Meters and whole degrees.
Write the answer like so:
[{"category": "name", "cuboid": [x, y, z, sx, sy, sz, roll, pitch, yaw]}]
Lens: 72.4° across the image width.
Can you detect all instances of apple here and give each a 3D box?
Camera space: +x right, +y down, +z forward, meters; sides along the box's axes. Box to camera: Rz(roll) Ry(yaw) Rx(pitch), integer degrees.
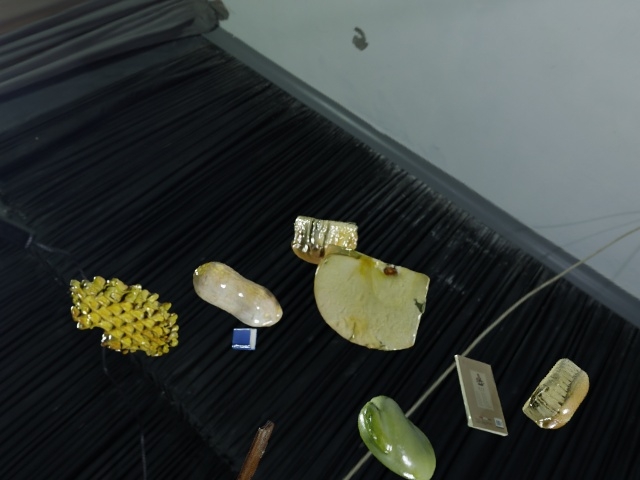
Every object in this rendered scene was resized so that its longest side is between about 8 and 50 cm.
[{"category": "apple", "cuboid": [0.144, 0.138, 1.232, 0.309, 0.314, 0.252, 13, 132, 16]}]

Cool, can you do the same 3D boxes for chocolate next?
[{"category": "chocolate", "cuboid": [-0.258, 0.172, 1.368, 0.309, 0.134, 0.134, 33, 155, -21]}]

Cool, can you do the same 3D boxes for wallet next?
[{"category": "wallet", "cuboid": [-0.183, 0.607, 1.248, 0.026, 0.176, 0.095, 22, 179, 19]}]

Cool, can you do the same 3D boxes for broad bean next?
[{"category": "broad bean", "cuboid": [0.141, 0.359, 0.795, 0.174, 0.124, 0.082, 42, 109, -2]}]

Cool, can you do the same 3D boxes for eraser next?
[{"category": "eraser", "cuboid": [-0.235, 0.304, 1.351, 0.084, 0.063, 0.027, -10, 162, 40]}]

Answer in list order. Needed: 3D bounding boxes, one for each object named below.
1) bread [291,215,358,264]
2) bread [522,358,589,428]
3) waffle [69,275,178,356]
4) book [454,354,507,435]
[{"category": "bread", "cuboid": [0.004, 0.001, 1.555, 0.251, 0.174, 0.133, 12, -177, 15]}, {"category": "bread", "cuboid": [0.676, 0.441, 1.245, 0.106, 0.236, 0.140, 40, 133, 29]}, {"category": "waffle", "cuboid": [-0.420, 0.171, 0.941, 0.231, 0.051, 0.229, 15, 129, -3]}, {"category": "book", "cuboid": [0.440, 0.423, 1.204, 0.138, 0.199, 0.016, 22, 135, -24]}]
